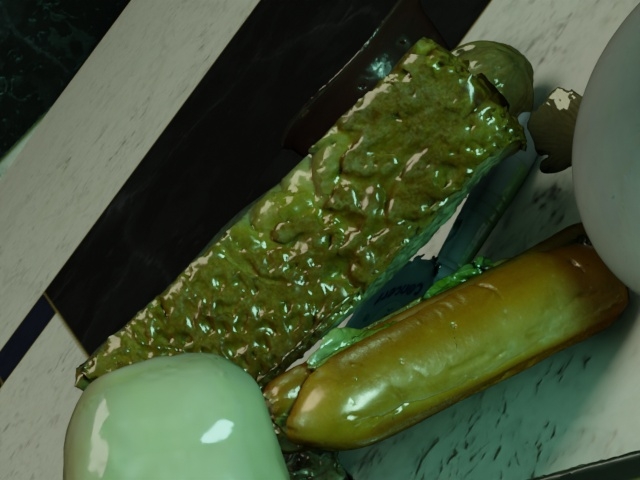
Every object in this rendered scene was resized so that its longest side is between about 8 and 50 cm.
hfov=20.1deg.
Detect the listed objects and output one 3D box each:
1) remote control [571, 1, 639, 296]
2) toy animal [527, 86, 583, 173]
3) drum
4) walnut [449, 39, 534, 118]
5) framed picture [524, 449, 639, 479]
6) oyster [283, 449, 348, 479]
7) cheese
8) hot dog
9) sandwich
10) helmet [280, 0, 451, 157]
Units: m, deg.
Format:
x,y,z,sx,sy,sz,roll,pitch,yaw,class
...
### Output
x,y,z,sx,sy,sz,roll,pitch,yaw,class
0.266,-0.100,0.944,0.332,0.103,0.221,-44,44,20,remote control
0.238,-0.122,1.120,0.186,0.094,0.214,-4,52,52,toy animal
0.098,0.014,1.241,0.253,0.049,0.130,-53,18,-9,drum
0.119,-0.107,1.352,0.092,0.092,0.092,-44,22,23,walnut
0.050,0.231,0.689,0.339,0.255,0.014,-21,-7,35,framed picture
-0.030,0.171,1.263,0.103,0.051,0.148,-42,11,8,oyster
-0.044,0.266,0.972,0.328,0.130,0.351,93,162,-69,cheese
0.073,0.056,1.054,0.250,0.068,0.100,-24,4,-27,hot dog
0.000,0.000,1.159,0.301,0.099,0.271,-44,1,5,sandwich
0.060,-0.111,1.434,0.175,0.106,0.155,-53,-3,24,helmet
